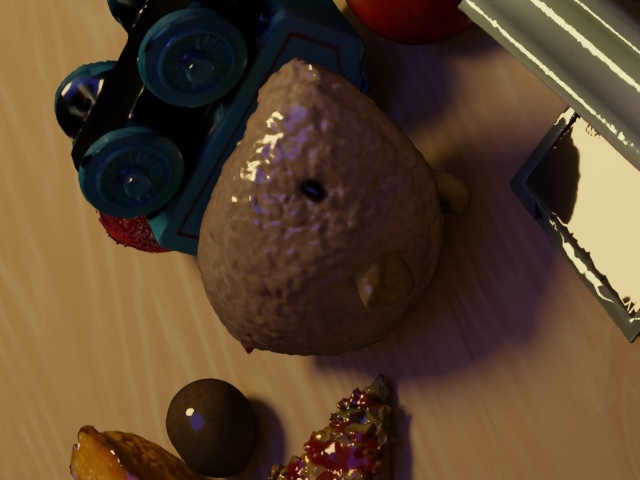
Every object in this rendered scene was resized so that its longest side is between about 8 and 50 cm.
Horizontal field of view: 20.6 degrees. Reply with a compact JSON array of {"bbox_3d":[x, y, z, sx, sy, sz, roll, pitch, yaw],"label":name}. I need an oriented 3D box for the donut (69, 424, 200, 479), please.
[{"bbox_3d":[-0.246,0.433,1.938,0.435,0.163,0.377,-34,62,36],"label":"donut"}]

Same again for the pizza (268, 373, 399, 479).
[{"bbox_3d":[0.022,0.225,1.755,0.188,0.062,0.198,22,99,43],"label":"pizza"}]

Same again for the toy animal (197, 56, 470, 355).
[{"bbox_3d":[-0.001,0.004,1.698,0.227,0.188,0.358,28,139,3],"label":"toy animal"}]

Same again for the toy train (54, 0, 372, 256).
[{"bbox_3d":[-0.109,-0.147,1.795,0.300,0.265,0.188,-59,34,23],"label":"toy train"}]

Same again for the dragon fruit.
[{"bbox_3d":[-0.184,-0.061,1.990,0.111,0.153,0.153,-154,74,-79],"label":"dragon fruit"}]

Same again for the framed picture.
[{"bbox_3d":[0.298,-0.079,1.540,0.273,0.016,0.216,-53,51,27],"label":"framed picture"}]

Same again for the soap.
[{"bbox_3d":[0.259,-0.149,1.452,0.289,0.173,0.095,49,118,39],"label":"soap"}]

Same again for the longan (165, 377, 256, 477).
[{"bbox_3d":[-0.117,0.203,1.882,0.113,0.092,0.113,17,117,37],"label":"longan"}]

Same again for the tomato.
[{"bbox_3d":[0.095,-0.282,1.694,0.195,0.136,0.195,-7,80,46],"label":"tomato"}]
